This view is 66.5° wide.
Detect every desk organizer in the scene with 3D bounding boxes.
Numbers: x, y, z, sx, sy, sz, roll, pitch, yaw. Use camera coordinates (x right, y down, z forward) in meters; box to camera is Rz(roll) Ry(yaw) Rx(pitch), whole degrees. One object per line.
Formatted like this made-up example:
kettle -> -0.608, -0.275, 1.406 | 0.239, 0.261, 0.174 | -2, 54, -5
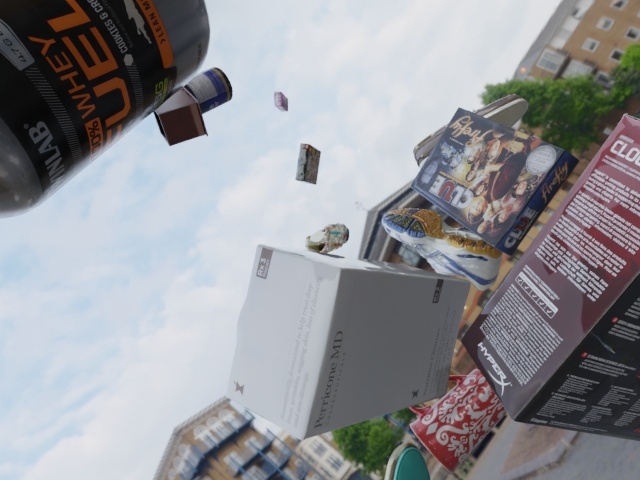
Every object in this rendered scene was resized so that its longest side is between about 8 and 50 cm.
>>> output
desk organizer -> -0.196, -0.172, 0.638 | 0.050, 0.130, 0.047 | -24, -49, -18

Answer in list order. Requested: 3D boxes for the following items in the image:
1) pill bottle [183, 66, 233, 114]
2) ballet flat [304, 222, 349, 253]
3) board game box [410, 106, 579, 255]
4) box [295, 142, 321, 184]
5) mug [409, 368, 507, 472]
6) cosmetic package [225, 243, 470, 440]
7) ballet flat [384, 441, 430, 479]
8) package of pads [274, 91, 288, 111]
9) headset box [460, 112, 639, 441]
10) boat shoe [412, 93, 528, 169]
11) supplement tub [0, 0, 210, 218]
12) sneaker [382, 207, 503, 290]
pill bottle -> -0.406, -0.470, 1.590 | 0.219, 0.123, 0.122 | -37, -28, -28
ballet flat -> 0.000, 0.000, 1.386 | 0.077, 0.091, 0.241 | 4, -19, -23
board game box -> 0.262, -0.105, 0.788 | 0.042, 0.243, 0.165 | 20, -73, -32
box -> -0.030, -0.196, 1.266 | 0.137, 0.027, 0.093 | -15, -67, -77
mug -> 0.256, 0.321, 0.921 | 0.169, 0.150, 0.113 | -44, 1, 0
cosmetic package -> 0.064, 0.136, 0.737 | 0.385, 0.156, 0.217 | 7, -85, -52
ballet flat -> 0.086, 0.291, 0.500 | 0.057, 0.168, 0.052 | -4, -8, -29
package of pads -> -0.133, -0.472, 1.661 | 0.083, 0.032, 0.050 | -7, -83, -78
headset box -> 0.309, 0.040, 0.448 | 0.218, 0.110, 0.293 | 16, -64, -23
boat shoe -> 0.403, -0.303, 1.348 | 0.325, 0.096, 0.117 | -35, -35, 23
supplement tub -> -0.261, -0.153, 0.430 | 0.315, 0.194, 0.193 | -56, -18, -33
sneaker -> 0.256, 0.021, 1.088 | 0.112, 0.297, 0.130 | -30, -52, -30
